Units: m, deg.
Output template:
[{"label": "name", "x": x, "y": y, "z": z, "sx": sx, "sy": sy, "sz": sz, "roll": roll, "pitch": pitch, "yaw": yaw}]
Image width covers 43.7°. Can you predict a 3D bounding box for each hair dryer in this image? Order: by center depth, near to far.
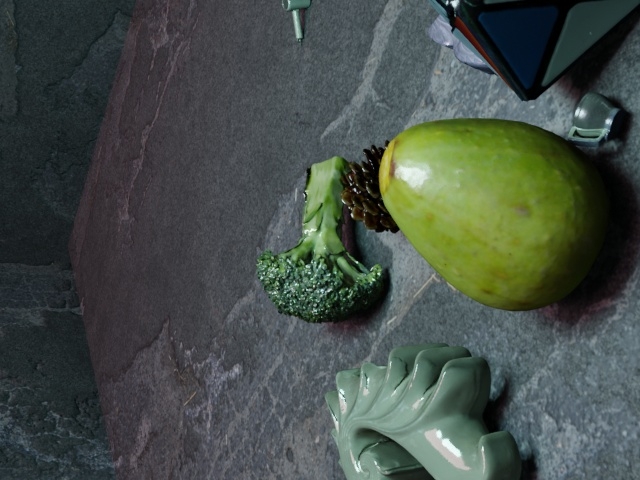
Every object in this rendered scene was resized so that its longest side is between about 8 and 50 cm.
[{"label": "hair dryer", "x": -0.052, "y": -0.541, "z": 1.963, "sx": 0.038, "sy": 0.063, "sz": 0.124, "roll": 16, "pitch": 119, "yaw": 58}]

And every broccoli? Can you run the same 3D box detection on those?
[{"label": "broccoli", "x": 0.020, "y": 0.009, "z": 1.646, "sx": 0.221, "sy": 0.252, "sz": 0.361, "roll": -33, "pitch": 23, "yaw": 49}]

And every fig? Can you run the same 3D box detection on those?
[{"label": "fig", "x": 0.235, "y": -0.052, "z": 1.119, "sx": 0.258, "sy": 0.326, "sz": 0.258, "roll": -57, "pitch": 15, "yaw": 24}]

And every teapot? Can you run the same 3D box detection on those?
[{"label": "teapot", "x": 0.387, "y": -0.164, "z": 1.122, "sx": 0.057, "sy": 0.066, "sz": 0.088, "roll": 27, "pitch": 67, "yaw": 37}]

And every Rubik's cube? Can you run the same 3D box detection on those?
[{"label": "Rubik's cube", "x": 0.274, "y": -0.386, "z": 1.110, "sx": 0.246, "sy": 0.250, "sz": 0.248, "roll": -41, "pitch": 49, "yaw": 14}]

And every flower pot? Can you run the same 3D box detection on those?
[{"label": "flower pot", "x": 0.162, "y": 0.308, "z": 1.331, "sx": 0.367, "sy": 0.165, "sz": 0.254, "roll": -37, "pitch": 60, "yaw": 51}]

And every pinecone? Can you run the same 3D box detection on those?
[{"label": "pinecone", "x": 0.130, "y": -0.111, "z": 1.470, "sx": 0.165, "sy": 0.163, "sz": 0.163, "roll": -48, "pitch": 45, "yaw": 29}]

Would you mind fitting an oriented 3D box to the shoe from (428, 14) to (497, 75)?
[{"label": "shoe", "x": 0.272, "y": -0.363, "z": 1.330, "sx": 0.245, "sy": 0.095, "sz": 0.137, "roll": -120, "pitch": 43, "yaw": -54}]
